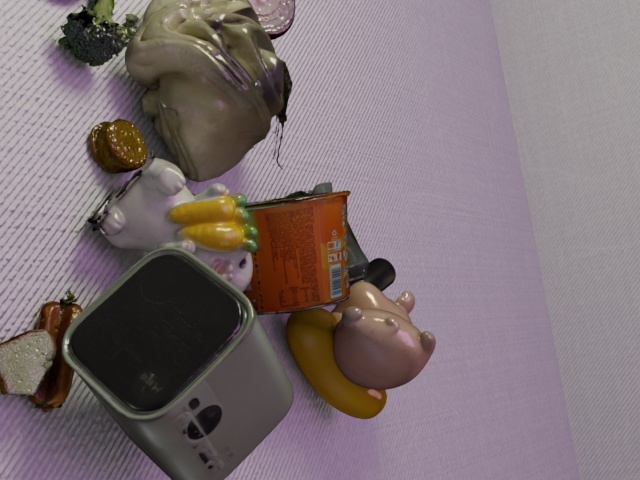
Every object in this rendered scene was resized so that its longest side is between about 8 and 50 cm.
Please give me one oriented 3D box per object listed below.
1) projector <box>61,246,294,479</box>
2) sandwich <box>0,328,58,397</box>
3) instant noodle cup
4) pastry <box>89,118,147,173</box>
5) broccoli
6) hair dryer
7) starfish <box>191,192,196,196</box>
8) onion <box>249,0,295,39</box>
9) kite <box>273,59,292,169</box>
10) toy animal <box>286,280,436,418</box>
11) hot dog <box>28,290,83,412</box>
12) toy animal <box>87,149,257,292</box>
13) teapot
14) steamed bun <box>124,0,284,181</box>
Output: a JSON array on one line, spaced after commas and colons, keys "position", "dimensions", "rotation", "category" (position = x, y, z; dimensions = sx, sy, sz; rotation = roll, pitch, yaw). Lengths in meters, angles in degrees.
[{"position": [-0.212, 0.198, 1.459], "dimensions": [0.248, 0.248, 0.249], "rotation": [-43, 144, -19], "category": "projector"}, {"position": [-0.430, 0.181, 1.385], "dimensions": [0.104, 0.035, 0.093], "rotation": [-29, 85, -30], "category": "sandwich"}, {"position": [-0.069, 0.024, 1.849], "dimensions": [0.296, 0.296, 0.214], "rotation": [-12, 97, -57], "category": "instant noodle cup"}, {"position": [-0.356, -0.166, 1.667], "dimensions": [0.109, 0.057, 0.097], "rotation": [47, 40, -38], "category": "pastry"}, {"position": [-0.389, -0.393, 1.670], "dimensions": [0.118, 0.122, 0.204], "rotation": [26, 37, -24], "category": "broccoli"}, {"position": [0.066, 0.032, 2.237], "dimensions": [0.195, 0.078, 0.248], "rotation": [-31, 94, -56], "category": "hair dryer"}, {"position": [-0.261, -0.071, 1.802], "dimensions": [0.078, 0.028, 0.091], "rotation": [-49, 122, -46], "category": "starfish"}, {"position": [-0.172, -0.494, 2.019], "dimensions": [0.218, 0.139, 0.195], "rotation": [-47, 115, -13], "category": "onion"}, {"position": [-0.080, -0.247, 1.885], "dimensions": [0.127, 0.016, 0.230], "rotation": [-114, -155, -56], "category": "kite"}, {"position": [0.088, 0.185, 1.985], "dimensions": [0.277, 0.345, 0.247], "rotation": [37, 51, 2], "category": "toy animal"}, {"position": [-0.408, 0.171, 1.452], "dimensions": [0.055, 0.072, 0.188], "rotation": [107, -10, -63], "category": "hot dog"}, {"position": [-0.235, 0.008, 1.636], "dimensions": [0.310, 0.247, 0.183], "rotation": [42, 60, -19], "category": "toy animal"}, {"position": [0.000, 0.000, 2.068], "dimensions": [0.203, 0.170, 0.225], "rotation": [68, 4, -84], "category": "teapot"}, {"position": [-0.192, -0.316, 1.793], "dimensions": [0.339, 0.247, 0.352], "rotation": [63, 34, -25], "category": "steamed bun"}]
